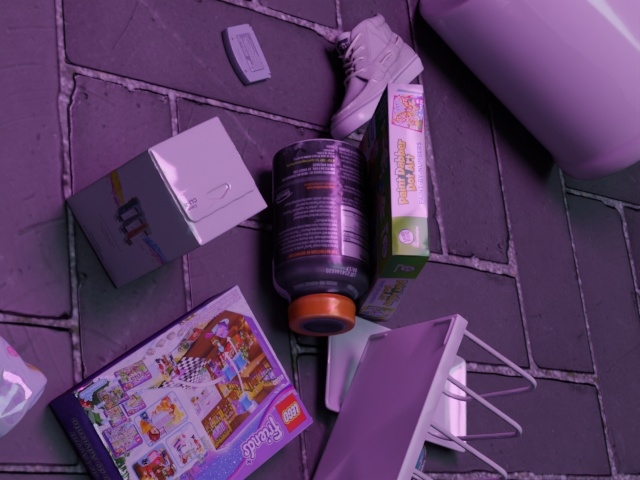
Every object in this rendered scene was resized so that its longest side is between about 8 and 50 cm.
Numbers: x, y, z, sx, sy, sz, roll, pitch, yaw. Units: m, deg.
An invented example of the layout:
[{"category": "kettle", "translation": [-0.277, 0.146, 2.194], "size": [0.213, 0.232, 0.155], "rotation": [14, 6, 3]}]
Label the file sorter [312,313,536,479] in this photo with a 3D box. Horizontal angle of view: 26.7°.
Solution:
[{"category": "file sorter", "translation": [0.131, 0.266, 1.704], "size": [0.173, 0.193, 0.277], "rotation": [35, 62, -23]}]

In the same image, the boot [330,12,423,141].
[{"category": "boot", "translation": [0.054, -0.245, 1.982], "size": [0.123, 0.095, 0.258], "rotation": [51, 37, -7]}]

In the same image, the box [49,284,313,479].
[{"category": "box", "translation": [-0.156, 0.204, 1.594], "size": [0.293, 0.057, 0.201], "rotation": [-33, 96, -47]}]

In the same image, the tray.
[{"category": "tray", "translation": [0.102, 0.199, 1.868], "size": [0.270, 0.030, 0.145], "rotation": [23, 57, -36]}]

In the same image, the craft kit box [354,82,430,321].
[{"category": "craft kit box", "translation": [0.090, -0.045, 1.814], "size": [0.061, 0.250, 0.246], "rotation": [1, 67, -10]}]

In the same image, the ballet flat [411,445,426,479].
[{"category": "ballet flat", "translation": [0.119, 0.328, 1.829], "size": [0.041, 0.041, 0.114], "rotation": [43, 48, -23]}]

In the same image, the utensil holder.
[{"category": "utensil holder", "translation": [0.396, -0.344, 2.183], "size": [0.385, 0.328, 0.327], "rotation": [42, 48, -20]}]

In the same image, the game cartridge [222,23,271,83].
[{"category": "game cartridge", "translation": [-0.104, -0.259, 1.876], "size": [0.056, 0.017, 0.083], "rotation": [-21, 88, -50]}]

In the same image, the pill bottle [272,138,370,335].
[{"category": "pill bottle", "translation": [0.000, 0.000, 1.782], "size": [0.130, 0.130, 0.245], "rotation": [19, 61, -38]}]

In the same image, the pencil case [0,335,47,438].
[{"category": "pencil case", "translation": [-0.402, 0.091, 1.363], "size": [0.273, 0.113, 0.124], "rotation": [48, 37, -19]}]

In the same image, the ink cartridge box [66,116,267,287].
[{"category": "ink cartridge box", "translation": [-0.181, -0.045, 1.590], "size": [0.128, 0.176, 0.127], "rotation": [-33, 97, -47]}]
